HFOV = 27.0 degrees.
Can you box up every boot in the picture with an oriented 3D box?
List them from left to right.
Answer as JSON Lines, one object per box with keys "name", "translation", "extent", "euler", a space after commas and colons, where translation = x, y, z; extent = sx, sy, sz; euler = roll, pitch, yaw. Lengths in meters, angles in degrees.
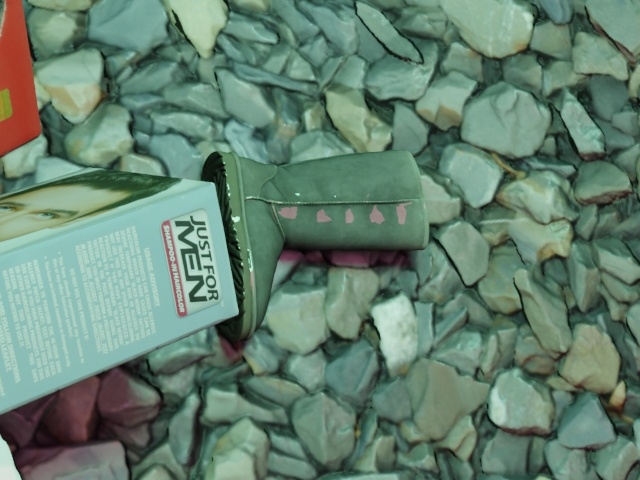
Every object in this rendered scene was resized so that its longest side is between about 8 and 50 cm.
{"name": "boot", "translation": [0.001, 0.001, 1.217], "extent": [0.208, 0.076, 0.189], "euler": [5, 76, -31]}

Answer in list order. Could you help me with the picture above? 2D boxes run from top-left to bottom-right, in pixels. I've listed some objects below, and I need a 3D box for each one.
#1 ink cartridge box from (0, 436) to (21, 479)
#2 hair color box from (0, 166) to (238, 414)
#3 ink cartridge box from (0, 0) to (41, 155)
{"name": "ink cartridge box", "translation": [-0.262, 0.229, 0.933], "extent": [0.092, 0.219, 0.160], "euler": [-21, 85, -28]}
{"name": "hair color box", "translation": [-0.266, 0.052, 0.958], "extent": [0.374, 0.185, 0.113], "euler": [-21, 110, -37]}
{"name": "ink cartridge box", "translation": [-0.316, -0.123, 0.979], "extent": [0.261, 0.296, 0.066], "euler": [-30, 53, -29]}
